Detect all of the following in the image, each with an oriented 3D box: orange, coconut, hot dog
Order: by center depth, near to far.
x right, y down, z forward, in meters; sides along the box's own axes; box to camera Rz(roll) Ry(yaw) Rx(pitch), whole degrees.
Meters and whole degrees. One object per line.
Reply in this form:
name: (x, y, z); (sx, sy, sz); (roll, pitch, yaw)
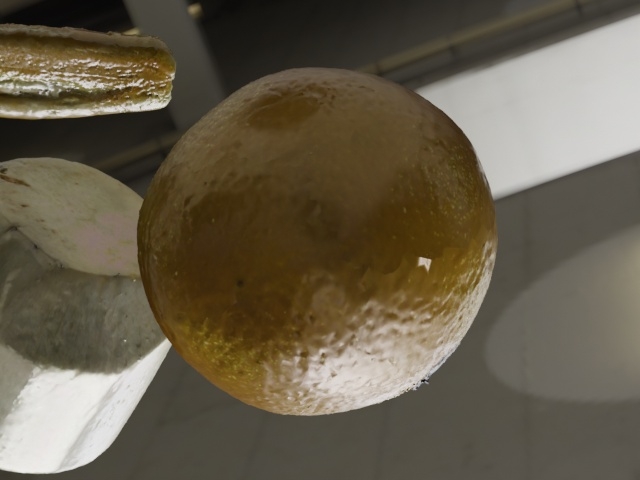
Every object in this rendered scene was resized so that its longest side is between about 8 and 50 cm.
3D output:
hot dog: (-0.130, -0.072, 0.692); (0.137, 0.044, 0.028); (0, -153, -15)
orange: (0.000, 0.000, 1.025); (0.236, 0.236, 0.236); (-20, -165, 6)
coconut: (-0.221, 0.062, 1.234); (0.241, 0.241, 0.241); (-20, -165, 6)
